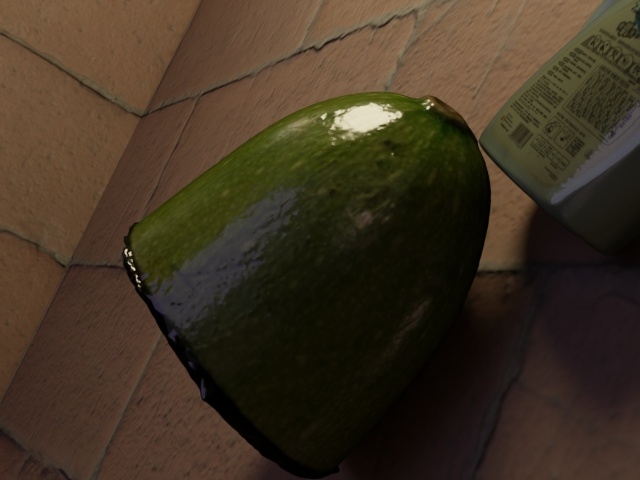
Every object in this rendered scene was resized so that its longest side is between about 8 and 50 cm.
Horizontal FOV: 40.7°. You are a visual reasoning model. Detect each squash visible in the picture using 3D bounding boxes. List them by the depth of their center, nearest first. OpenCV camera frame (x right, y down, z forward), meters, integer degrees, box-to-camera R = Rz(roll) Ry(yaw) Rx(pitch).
[{"bbox_3d":[0.029,0.011,0.816,0.309,0.310,0.310,-39,30,5],"label":"squash"}]

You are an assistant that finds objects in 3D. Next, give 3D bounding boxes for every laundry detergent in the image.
[{"bbox_3d":[0.265,-0.143,0.697,0.280,0.105,0.215,-54,25,15],"label":"laundry detergent"}]
